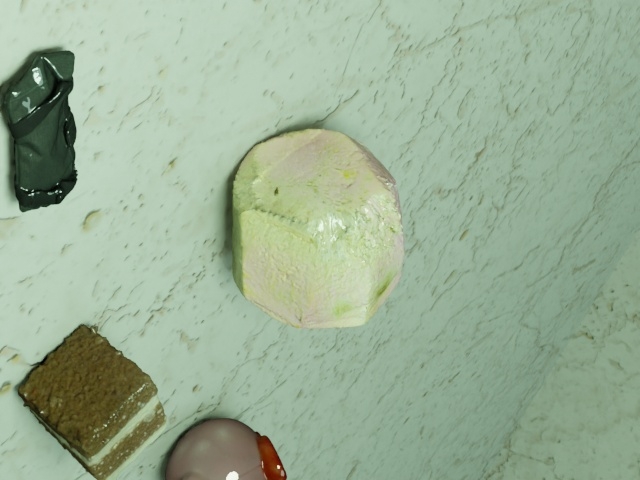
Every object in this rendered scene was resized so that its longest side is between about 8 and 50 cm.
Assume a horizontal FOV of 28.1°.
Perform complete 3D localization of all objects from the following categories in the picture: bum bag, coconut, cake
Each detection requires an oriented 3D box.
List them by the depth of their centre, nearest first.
[{"bbox_3d":[-0.279,-0.104,1.307,0.087,0.049,0.198,-36,149,-36],"label":"bum bag"},{"bbox_3d":[-0.276,0.207,1.590,0.134,0.135,0.147,-46,152,-15],"label":"cake"},{"bbox_3d":[0.000,0.000,1.663,0.233,0.233,0.245,-36,146,-27],"label":"coconut"}]

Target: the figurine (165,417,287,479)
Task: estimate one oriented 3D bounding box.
[{"bbox_3d":[-0.150,0.352,1.922,0.173,0.173,0.173,-36,149,-26],"label":"figurine"}]
